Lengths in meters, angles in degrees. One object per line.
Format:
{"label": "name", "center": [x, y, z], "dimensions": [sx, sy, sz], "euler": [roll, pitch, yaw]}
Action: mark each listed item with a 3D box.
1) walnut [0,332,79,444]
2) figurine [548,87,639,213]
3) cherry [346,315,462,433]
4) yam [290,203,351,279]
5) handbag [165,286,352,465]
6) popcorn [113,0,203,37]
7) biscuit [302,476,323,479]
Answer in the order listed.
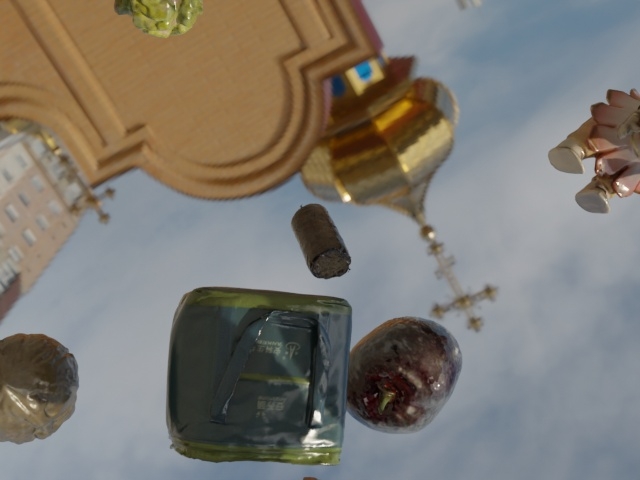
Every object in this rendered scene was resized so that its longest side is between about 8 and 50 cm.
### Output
{"label": "walnut", "center": [-0.443, 0.215, 1.519], "dimensions": [0.178, 0.178, 0.230], "euler": [-35, 173, -12]}
{"label": "figurine", "center": [0.262, -0.084, 0.729], "dimensions": [0.102, 0.111, 0.195], "euler": [-48, -158, -23]}
{"label": "cherry", "center": [0.165, 0.272, 2.092], "dimensions": [0.255, 0.218, 0.296], "euler": [-49, 169, 28]}
{"label": "yam", "center": [-0.001, 0.001, 1.782], "dimensions": [0.079, 0.079, 0.141], "euler": [-29, -136, 5]}
{"label": "handbag", "center": [-0.088, 0.191, 1.478], "dimensions": [0.263, 0.241, 0.222], "euler": [3, 175, -17]}
{"label": "popcorn", "center": [-0.235, -0.366, 1.496], "dimensions": [0.126, 0.145, 0.126], "euler": [-6, -145, 40]}
{"label": "biscuit", "center": [0.012, 0.565, 1.945], "dimensions": [0.043, 0.306, 0.284], "euler": [-7, -116, -13]}
